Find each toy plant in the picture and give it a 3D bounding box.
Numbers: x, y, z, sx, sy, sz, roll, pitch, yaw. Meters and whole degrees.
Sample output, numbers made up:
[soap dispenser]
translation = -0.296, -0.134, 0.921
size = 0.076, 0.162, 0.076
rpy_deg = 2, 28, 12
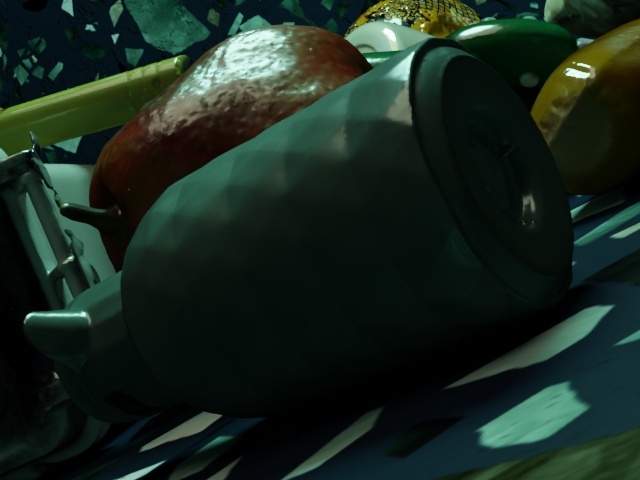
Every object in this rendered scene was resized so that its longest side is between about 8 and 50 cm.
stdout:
[toy plant]
translation = 0.141, -0.113, 1.216
size = 0.243, 0.112, 0.232
rpy_deg = -6, -23, 20

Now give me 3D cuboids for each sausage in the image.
[sausage]
translation = 0.227, -0.105, 1.023
size = 0.105, 0.105, 0.274
rpy_deg = -25, 3, 33

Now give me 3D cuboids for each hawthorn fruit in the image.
[hawthorn fruit]
translation = -0.056, -0.033, 0.994
size = 0.261, 0.224, 0.224
rpy_deg = -14, -1, -18

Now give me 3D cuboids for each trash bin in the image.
[trash bin]
translation = -0.219, 0.049, 1.148
size = 0.296, 0.256, 0.368
rpy_deg = -27, -5, 26

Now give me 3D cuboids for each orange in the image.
[orange]
translation = 0.128, -0.174, 1.603
size = 0.234, 0.234, 0.182
rpy_deg = -30, -19, -43

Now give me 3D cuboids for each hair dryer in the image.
[hair dryer]
translation = -0.234, -0.100, 1.158
size = 0.279, 0.090, 0.135
rpy_deg = -14, -8, 18

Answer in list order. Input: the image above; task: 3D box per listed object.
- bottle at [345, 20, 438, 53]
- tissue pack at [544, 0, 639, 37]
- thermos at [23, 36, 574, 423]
[bottle]
translation = 0.129, -0.125, 1.418
size = 0.236, 0.147, 0.147
rpy_deg = 11, -20, -33
[tissue pack]
translation = 0.397, -0.299, 1.268
size = 0.375, 0.195, 0.390
rpy_deg = -31, 3, -2
[thermos]
translation = -0.010, 0.020, 0.751
size = 0.286, 0.145, 0.182
rpy_deg = -26, -29, 31
